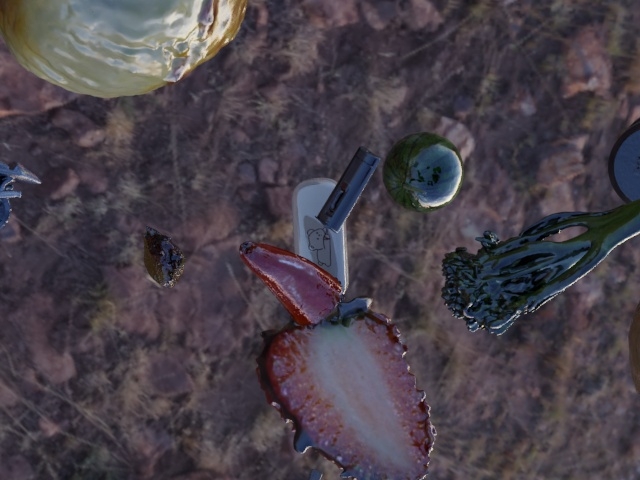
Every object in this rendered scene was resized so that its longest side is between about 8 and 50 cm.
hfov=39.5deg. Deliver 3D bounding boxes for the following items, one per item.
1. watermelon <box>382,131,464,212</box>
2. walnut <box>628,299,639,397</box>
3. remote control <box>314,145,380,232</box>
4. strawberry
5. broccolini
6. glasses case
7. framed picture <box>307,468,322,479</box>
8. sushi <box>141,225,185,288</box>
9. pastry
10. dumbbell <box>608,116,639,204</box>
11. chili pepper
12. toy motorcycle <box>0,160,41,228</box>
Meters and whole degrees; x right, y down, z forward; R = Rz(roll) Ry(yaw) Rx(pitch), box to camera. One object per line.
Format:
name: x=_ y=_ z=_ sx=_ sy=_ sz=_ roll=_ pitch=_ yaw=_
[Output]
watermelon: x=0.227 y=-0.151 z=2.027 sx=0.215 sy=0.188 sz=0.188 roll=-35 pitch=130 yaw=-47
walnut: x=0.642 y=0.183 z=1.310 sx=0.384 sy=0.384 sz=0.383 roll=-20 pitch=121 yaw=-38
remote control: x=0.026 y=-0.052 z=0.906 sx=0.016 sy=0.034 sz=0.091 roll=5 pitch=119 yaw=-59
strawberry: x=0.036 y=0.251 z=1.347 sx=0.234 sy=0.306 sz=0.137 roll=-13 pitch=154 yaw=-18
broccolini: x=0.198 y=0.018 z=0.752 sx=0.068 sy=0.203 sz=0.091 roll=43 pitch=33 yaw=-55
glasses case: x=0.000 y=0.000 z=1.400 sx=0.050 sy=0.083 sz=0.196 roll=-41 pitch=127 yaw=-80
framed picture: x=-0.044 y=0.554 z=1.776 sx=0.128 sy=0.023 sz=0.168 roll=106 pitch=7 yaw=-55
sushi: x=-0.210 y=0.022 z=1.197 sx=0.050 sy=0.099 sz=0.047 roll=-18 pitch=143 yaw=-36
pastry: x=-0.247 y=-0.367 z=1.120 sx=0.313 sy=0.388 sz=0.388 roll=-9 pitch=114 yaw=-36
dumbbell: x=0.565 y=-0.135 z=1.477 sx=0.218 sy=0.153 sz=0.152 roll=-28 pitch=129 yaw=-63
chili pepper: x=-0.051 y=0.049 z=1.229 sx=0.088 sy=0.065 sz=0.169 roll=-50 pitch=125 yaw=0
toy motorcycle: x=-0.659 y=-0.146 z=1.589 sx=0.307 sy=0.108 sz=0.173 roll=42 pitch=80 yaw=-33
